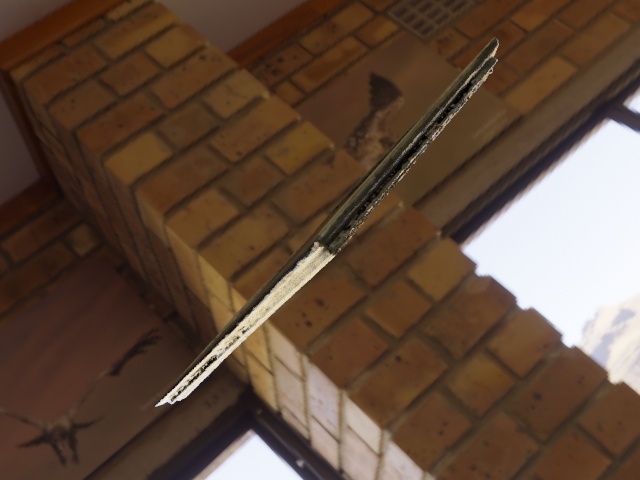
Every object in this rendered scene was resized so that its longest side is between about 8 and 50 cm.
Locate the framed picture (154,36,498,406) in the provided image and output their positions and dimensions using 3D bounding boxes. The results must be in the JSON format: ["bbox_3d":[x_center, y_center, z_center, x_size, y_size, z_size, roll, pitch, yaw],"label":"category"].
[{"bbox_3d":[0.000,0.000,0.570,0.216,0.016,0.273,-49,2,-37],"label":"framed picture"}]
